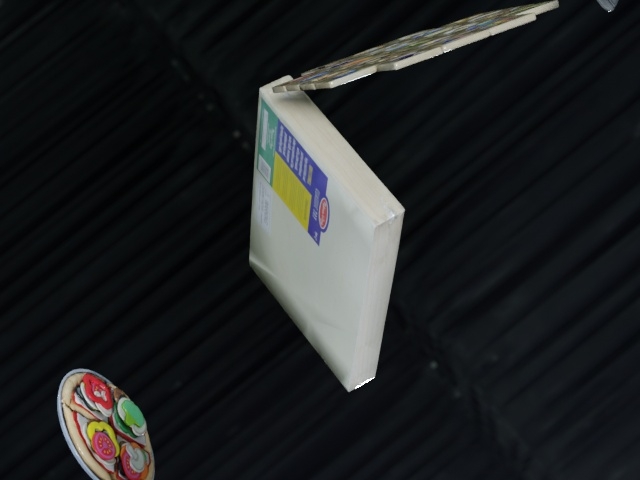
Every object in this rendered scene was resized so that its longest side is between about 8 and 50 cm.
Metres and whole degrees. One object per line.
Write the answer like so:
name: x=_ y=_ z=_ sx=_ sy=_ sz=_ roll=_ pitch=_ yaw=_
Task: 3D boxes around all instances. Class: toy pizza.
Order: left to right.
toy pizza: x=-0.291 y=0.265 z=2.124 sx=0.201 sy=0.032 sz=0.201 roll=48 pitch=-159 yaw=-26

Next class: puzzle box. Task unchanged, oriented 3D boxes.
puzzle box: x=0.000 y=0.000 z=2.098 sx=0.272 sy=0.052 sz=0.409 roll=52 pitch=155 yaw=27

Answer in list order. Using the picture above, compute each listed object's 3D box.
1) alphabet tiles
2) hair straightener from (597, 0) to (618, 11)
alphabet tiles: x=0.104 y=-0.222 z=1.761 sx=0.011 sy=0.285 sz=0.342 roll=71 pitch=165 yaw=-10
hair straightener: x=0.297 y=-0.303 z=1.529 sx=0.047 sy=0.089 sz=0.230 roll=43 pitch=-139 yaw=-23
